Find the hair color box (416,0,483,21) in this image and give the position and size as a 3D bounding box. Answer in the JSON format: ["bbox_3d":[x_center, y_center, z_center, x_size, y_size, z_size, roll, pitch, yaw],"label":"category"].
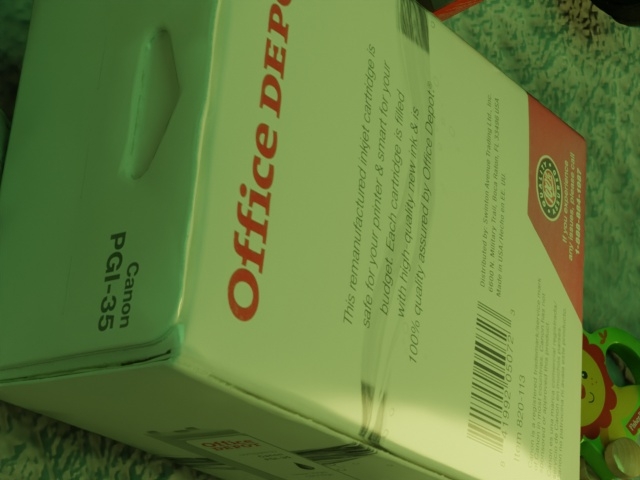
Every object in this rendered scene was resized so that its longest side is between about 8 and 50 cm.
[{"bbox_3d":[0.026,-0.143,0.769,0.053,0.167,0.093,-23,91,-42],"label":"hair color box"}]

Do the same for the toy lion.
[{"bbox_3d":[0.152,0.083,0.891,0.096,0.034,0.100,51,51,-5],"label":"toy lion"}]

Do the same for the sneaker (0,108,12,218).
[{"bbox_3d":[-0.182,-0.063,0.638,0.121,0.099,0.262,-5,87,-47],"label":"sneaker"}]

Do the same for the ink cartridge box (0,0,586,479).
[{"bbox_3d":[0.000,0.000,0.693,0.283,0.117,0.207,30,59,-46],"label":"ink cartridge box"}]

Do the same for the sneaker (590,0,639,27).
[{"bbox_3d":[0.146,-0.278,0.894,0.140,0.125,0.340,-34,118,-46],"label":"sneaker"}]
